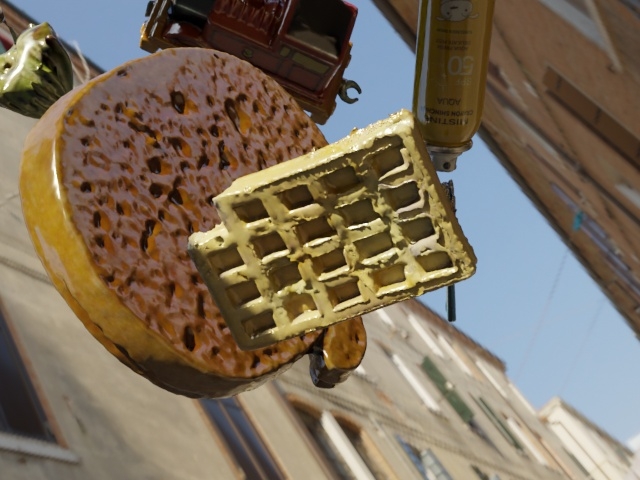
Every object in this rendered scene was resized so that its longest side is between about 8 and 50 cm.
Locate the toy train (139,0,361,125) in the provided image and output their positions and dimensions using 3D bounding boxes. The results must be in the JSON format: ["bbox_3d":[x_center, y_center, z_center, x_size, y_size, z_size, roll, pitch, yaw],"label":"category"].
[{"bbox_3d":[-0.090,-0.314,1.399,0.369,0.163,0.231,21,-24,-12],"label":"toy train"}]

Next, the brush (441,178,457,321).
[{"bbox_3d":[0.116,0.017,0.798,0.014,0.051,0.164,-2,-46,8],"label":"brush"}]

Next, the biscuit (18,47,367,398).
[{"bbox_3d":[-0.085,-0.013,0.802,0.070,0.350,0.394,-35,0,32],"label":"biscuit"}]

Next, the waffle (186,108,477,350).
[{"bbox_3d":[0.000,0.000,0.439,0.135,0.021,0.092,-20,-70,20],"label":"waffle"}]

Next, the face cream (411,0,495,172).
[{"bbox_3d":[0.184,-0.263,1.242,0.105,0.105,0.348,-14,-60,-30],"label":"face cream"}]

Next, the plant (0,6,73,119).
[{"bbox_3d":[-0.465,-0.266,1.640,0.333,0.251,0.180,34,-88,-38],"label":"plant"}]
